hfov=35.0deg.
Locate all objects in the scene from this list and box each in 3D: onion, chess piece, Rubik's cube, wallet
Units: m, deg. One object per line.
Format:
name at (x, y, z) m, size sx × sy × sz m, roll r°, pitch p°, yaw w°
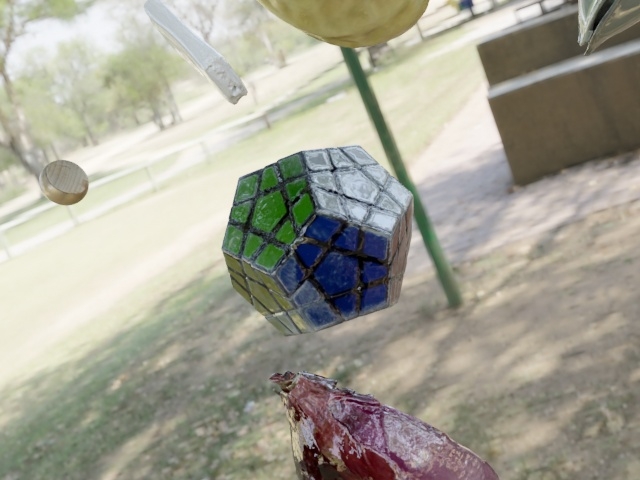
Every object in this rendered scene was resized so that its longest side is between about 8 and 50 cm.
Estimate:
onion at (0.044, 0.253, 1.115) m, size 0.227 × 0.284 × 0.120 m, roll -37°, pitch 20°, yaw 56°
chess piece at (-0.437, -0.099, 1.733) m, size 0.084 × 0.083 × 0.038 m, roll -33°, pitch -14°, yaw -49°
Rubik's cube at (0.000, 0.000, 1.592) m, size 0.319 × 0.318 × 0.264 m, roll -21°, pitch 24°, yaw -3°
wallet at (-0.159, -0.240, 1.296) m, size 0.033 × 0.095 × 0.190 m, roll -44°, pitch 53°, yaw -1°

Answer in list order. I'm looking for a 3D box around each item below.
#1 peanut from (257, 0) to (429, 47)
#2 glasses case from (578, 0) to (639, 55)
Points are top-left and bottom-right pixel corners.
peanut at (-0.041, -0.264, 0.781) m, size 0.147 × 0.306 × 0.147 m, roll -51°, pitch 13°, yaw 16°
glasses case at (0.263, -0.291, 0.830) m, size 0.083 × 0.308 × 0.128 m, roll 14°, pitch -26°, yaw -7°
